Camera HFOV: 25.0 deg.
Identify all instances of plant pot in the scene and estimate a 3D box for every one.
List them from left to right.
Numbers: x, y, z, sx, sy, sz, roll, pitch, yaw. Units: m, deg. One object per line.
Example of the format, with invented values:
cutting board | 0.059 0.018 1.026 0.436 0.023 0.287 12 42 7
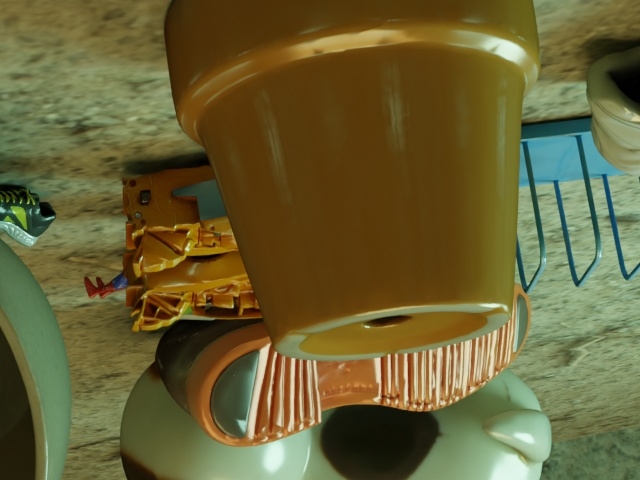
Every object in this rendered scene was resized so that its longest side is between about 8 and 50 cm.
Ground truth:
plant pot | 0.027 -0.039 0.783 0.205 0.188 0.205 -7 164 -2

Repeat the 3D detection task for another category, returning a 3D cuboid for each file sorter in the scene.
file sorter | 0.229 -0.028 1.079 0.170 0.104 0.118 -8 165 -2

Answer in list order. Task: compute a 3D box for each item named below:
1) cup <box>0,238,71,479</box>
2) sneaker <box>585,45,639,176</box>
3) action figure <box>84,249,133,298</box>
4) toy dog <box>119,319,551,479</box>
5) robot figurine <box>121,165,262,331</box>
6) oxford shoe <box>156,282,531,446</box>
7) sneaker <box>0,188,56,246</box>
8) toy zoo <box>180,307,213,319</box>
cup | -0.304 0.099 0.977 0.331 0.331 0.237 -11 -172 10
sneaker | 0.273 -0.099 0.886 0.232 0.090 0.115 -14 160 19
action figure | -0.142 0.020 1.213 0.115 0.030 0.038 -17 168 15
toy dog | -0.005 0.217 1.477 0.408 0.284 0.395 7 179 -22
robot figurine | 0.000 0.000 1.073 0.291 0.085 0.211 -4 154 -9
oxford shoe | 0.027 0.083 1.306 0.364 0.130 0.133 -7 -161 -30
sneaker | -0.220 -0.026 1.021 0.035 0.031 0.083 -40 149 7
toy zoo | 0.013 0.022 1.292 0.192 0.030 0.293 4 160 -36
